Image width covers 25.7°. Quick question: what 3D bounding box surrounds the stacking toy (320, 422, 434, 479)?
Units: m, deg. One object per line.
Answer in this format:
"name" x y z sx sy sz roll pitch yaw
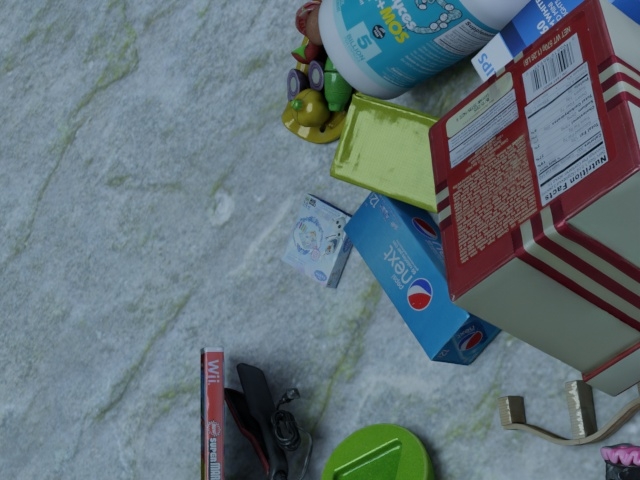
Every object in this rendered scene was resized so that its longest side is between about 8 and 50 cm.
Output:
"stacking toy" 0.080 0.368 1.510 0.309 0.130 0.279 27 74 42

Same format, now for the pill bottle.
"pill bottle" 0.134 -0.271 1.529 0.264 0.146 0.146 -29 62 38

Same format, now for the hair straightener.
"hair straightener" -0.060 0.211 1.649 0.089 0.047 0.230 -59 27 17

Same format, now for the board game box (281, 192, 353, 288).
"board game box" 0.000 0.000 1.695 0.090 0.020 0.090 31 103 44

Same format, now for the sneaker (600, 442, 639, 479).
"sneaker" 0.314 0.227 1.317 0.119 0.047 0.057 6 92 53

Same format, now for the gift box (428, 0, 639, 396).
"gift box" 0.276 -0.050 1.270 0.255 0.258 0.276 -35 39 37

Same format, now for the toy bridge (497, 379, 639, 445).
"toy bridge" 0.260 0.170 1.391 0.188 0.026 0.063 -19 71 41

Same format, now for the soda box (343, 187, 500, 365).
"soda box" 0.112 0.037 1.540 0.071 0.067 0.210 -52 49 24

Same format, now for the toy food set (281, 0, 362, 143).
"toy food set" -0.003 -0.231 1.711 0.128 0.071 0.218 14 91 46

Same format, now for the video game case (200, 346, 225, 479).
"video game case" -0.128 0.270 1.658 0.204 0.025 0.285 141 128 -82

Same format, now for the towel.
"towel" 0.126 -0.081 1.522 0.237 0.021 0.102 20 95 23

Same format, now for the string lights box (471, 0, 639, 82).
"string lights box" 0.288 -0.223 1.372 0.259 0.133 0.077 -44 54 29
